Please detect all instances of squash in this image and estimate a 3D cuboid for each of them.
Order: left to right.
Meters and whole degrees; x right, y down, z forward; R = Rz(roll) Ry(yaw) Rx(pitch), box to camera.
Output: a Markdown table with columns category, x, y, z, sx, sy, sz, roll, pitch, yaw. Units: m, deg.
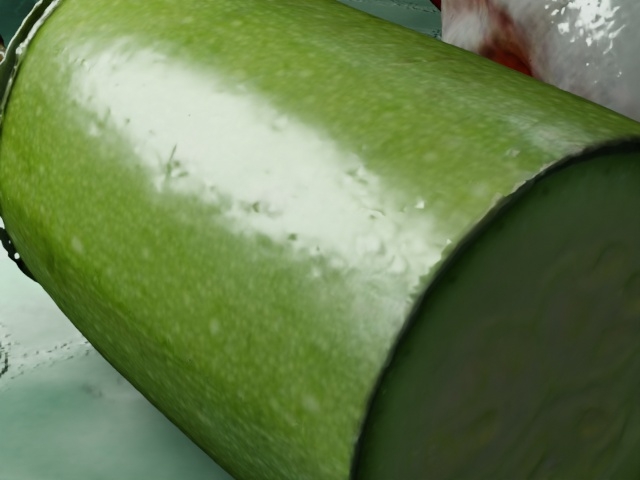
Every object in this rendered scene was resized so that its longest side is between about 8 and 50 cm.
| category | x | y | z | sx | sy | sz | roll | pitch | yaw |
| --- | --- | --- | --- | --- | --- | --- | --- | --- | --- |
| squash | 0.000 | 0.000 | 0.775 | 0.263 | 0.263 | 0.384 | -18 | 34 | -33 |

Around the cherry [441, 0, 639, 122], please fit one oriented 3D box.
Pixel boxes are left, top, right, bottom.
| category | x | y | z | sx | sy | sz | roll | pitch | yaw |
| --- | --- | --- | --- | --- | --- | --- | --- | --- | --- |
| cherry | 0.249 | -0.135 | 0.988 | 0.326 | 0.291 | 0.335 | 35 | 59 | 18 |

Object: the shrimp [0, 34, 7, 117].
| category | x | y | z | sx | sy | sz | roll | pitch | yaw |
| --- | --- | --- | --- | --- | --- | --- | --- | --- | --- |
| shrimp | -0.205 | -0.076 | 1.109 | 0.289 | 0.075 | 0.178 | 21 | 33 | 7 |

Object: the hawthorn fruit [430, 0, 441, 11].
| category | x | y | z | sx | sy | sz | roll | pitch | yaw |
| --- | --- | --- | --- | --- | --- | --- | --- | --- | --- |
| hawthorn fruit | 0.232 | -0.326 | 1.398 | 0.295 | 0.295 | 0.311 | 26 | 50 | 37 |
